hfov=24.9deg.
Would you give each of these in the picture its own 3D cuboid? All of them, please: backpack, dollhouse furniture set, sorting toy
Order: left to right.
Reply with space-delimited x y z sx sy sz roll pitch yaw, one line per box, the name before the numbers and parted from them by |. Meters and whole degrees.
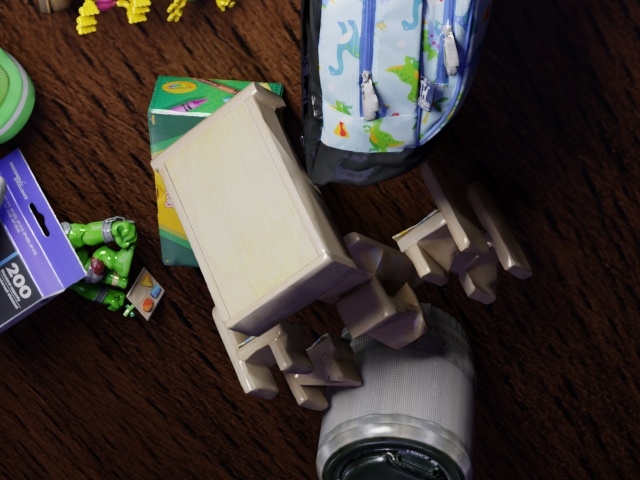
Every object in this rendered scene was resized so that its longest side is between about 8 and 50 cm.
sorting toy | -0.259 0.088 2.115 0.012 0.083 0.062 -1 138 35
dollhouse furniture set | 0.000 0.000 1.856 0.362 0.256 0.394 -35 153 20
backpack | 0.085 -0.275 1.591 0.273 0.290 0.355 -1 124 18

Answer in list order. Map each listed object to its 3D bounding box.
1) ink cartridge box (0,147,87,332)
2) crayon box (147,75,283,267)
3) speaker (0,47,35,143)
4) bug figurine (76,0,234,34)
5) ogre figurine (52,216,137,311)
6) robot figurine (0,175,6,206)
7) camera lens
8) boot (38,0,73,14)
ink cartridge box | -0.450 0.007 2.022 0.208 0.045 0.206 -31 87 32
crayon box | -0.133 -0.084 1.928 0.165 0.081 0.278 4 134 4
speaker | -0.482 -0.223 1.759 0.131 0.131 0.296 -18 151 24
bug figurine | -0.180 -0.329 1.651 0.279 0.072 0.216 -15 158 -27
ogre figurine | -0.326 0.028 2.053 0.118 0.096 0.197 12 163 -7
robot figurine | -0.596 -0.057 1.925 0.353 0.199 0.300 2 146 23
camera lens | 0.113 0.251 2.081 0.219 0.274 0.219 4 134 4
boot | -0.259 -0.377 1.657 0.115 0.112 0.305 9 133 -15
